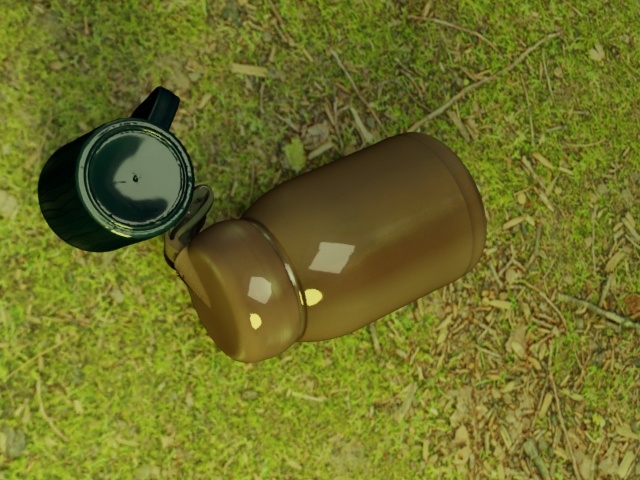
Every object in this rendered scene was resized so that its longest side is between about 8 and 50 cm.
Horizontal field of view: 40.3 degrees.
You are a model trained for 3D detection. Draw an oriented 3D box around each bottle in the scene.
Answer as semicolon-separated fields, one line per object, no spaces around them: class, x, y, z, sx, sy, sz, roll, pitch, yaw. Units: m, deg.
bottle;0.000;0.000;0.898;0.297;0.173;0.206;-25;67;-26

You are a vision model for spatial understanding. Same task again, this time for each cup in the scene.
cup;-0.189;-0.067;0.804;0.114;0.138;0.150;-2;87;-29
